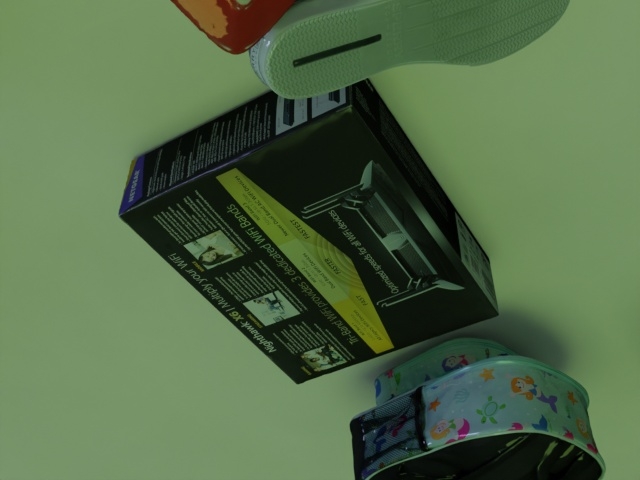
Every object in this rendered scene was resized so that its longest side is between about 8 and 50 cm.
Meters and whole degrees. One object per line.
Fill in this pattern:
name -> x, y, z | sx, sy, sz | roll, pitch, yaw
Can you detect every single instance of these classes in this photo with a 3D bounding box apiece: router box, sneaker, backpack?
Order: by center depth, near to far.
sneaker -> 0.063, -0.181, 0.647 | 0.258, 0.091, 0.094 | -14, 133, -15
router box -> 0.000, 0.000, 0.834 | 0.242, 0.081, 0.309 | -22, 132, 21
backpack -> 0.186, 0.225, 0.985 | 0.225, 0.191, 0.253 | 31, 136, -31

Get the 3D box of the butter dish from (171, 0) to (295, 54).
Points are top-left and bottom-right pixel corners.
butter dish -> -0.075, -0.232, 0.579 | 0.160, 0.118, 0.160 | 44, 81, -30
